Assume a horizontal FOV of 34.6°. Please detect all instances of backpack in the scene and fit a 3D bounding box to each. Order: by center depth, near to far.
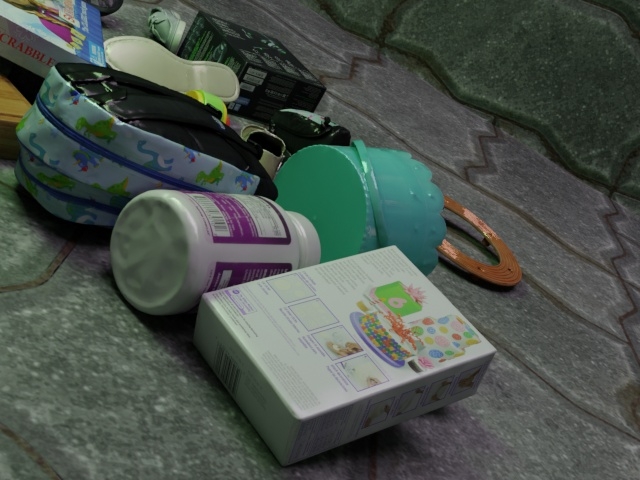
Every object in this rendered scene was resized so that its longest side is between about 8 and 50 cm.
[{"bbox_3d":[-0.279,-0.132,1.532,0.290,0.273,0.355,45,2,25],"label":"backpack"},{"bbox_3d":[-0.030,-0.204,2.170,0.182,0.152,0.115,31,11,36],"label":"backpack"}]

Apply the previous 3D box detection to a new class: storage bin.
[{"bbox_3d":[-0.442,-0.273,1.806,0.180,0.084,0.122,6,32,-50],"label":"storage bin"}]

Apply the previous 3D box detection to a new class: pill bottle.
[{"bbox_3d":[-0.137,0.016,1.461,0.169,0.169,0.301,44,23,28],"label":"pill bottle"}]

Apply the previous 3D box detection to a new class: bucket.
[{"bbox_3d":[0.053,-0.033,1.719,0.183,0.281,0.281,3,34,-45],"label":"bucket"}]

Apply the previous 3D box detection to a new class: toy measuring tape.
[{"bbox_3d":[-0.211,-0.194,1.910,0.121,0.121,0.330,18,25,-33],"label":"toy measuring tape"}]

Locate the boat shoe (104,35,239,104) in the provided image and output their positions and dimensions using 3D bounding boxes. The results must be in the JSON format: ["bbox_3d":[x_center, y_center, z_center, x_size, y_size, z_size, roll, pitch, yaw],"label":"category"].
[{"bbox_3d":[-0.320,-0.330,2.089,0.324,0.097,0.116,7,72,-42],"label":"boat shoe"}]

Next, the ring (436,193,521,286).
[{"bbox_3d":[0.309,-0.008,2.301,0.337,0.032,0.336,30,23,-14],"label":"ring"}]

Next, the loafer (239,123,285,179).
[{"bbox_3d":[-0.114,-0.175,2.029,0.102,0.092,0.268,26,21,-15],"label":"loafer"}]

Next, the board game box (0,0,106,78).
[{"bbox_3d":[-0.517,-0.390,1.718,0.318,0.066,0.318,26,21,-27],"label":"board game box"}]

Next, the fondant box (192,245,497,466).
[{"bbox_3d":[0.032,0.141,1.372,0.330,0.096,0.238,-14,46,-33],"label":"fondant box"}]

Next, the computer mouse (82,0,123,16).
[{"bbox_3d":[-0.567,-0.567,2.271,0.272,0.072,0.188,10,65,-41],"label":"computer mouse"}]

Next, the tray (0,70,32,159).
[{"bbox_3d":[-0.610,-0.213,1.454,0.203,0.076,0.411,44,25,29],"label":"tray"}]

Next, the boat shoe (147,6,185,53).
[{"bbox_3d":[-0.376,-0.507,2.451,0.081,0.079,0.227,16,19,-21],"label":"boat shoe"}]

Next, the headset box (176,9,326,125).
[{"bbox_3d":[-0.168,-0.400,2.406,0.246,0.131,0.283,11,29,-42],"label":"headset box"}]
